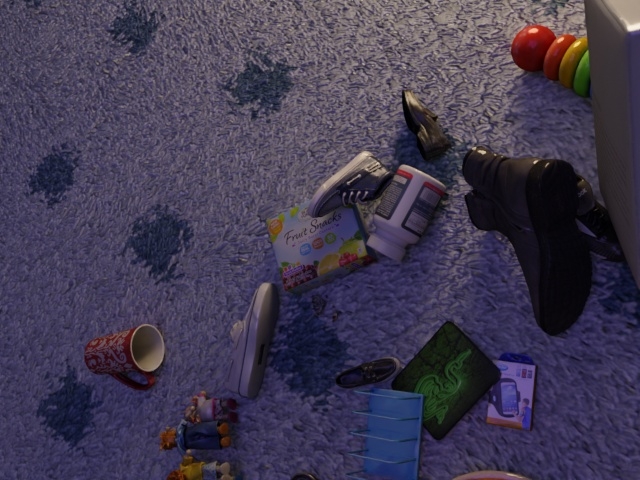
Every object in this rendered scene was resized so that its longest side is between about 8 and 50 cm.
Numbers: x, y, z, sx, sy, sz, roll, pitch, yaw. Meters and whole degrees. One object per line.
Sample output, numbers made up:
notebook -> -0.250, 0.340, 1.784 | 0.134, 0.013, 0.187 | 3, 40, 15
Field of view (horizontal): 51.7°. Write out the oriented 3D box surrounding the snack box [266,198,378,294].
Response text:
snack box -> 0.000, 0.000, 1.444 | 0.207, 0.070, 0.175 | -23, 68, 19

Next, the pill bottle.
pill bottle -> 0.169, -0.053, 1.351 | 0.108, 0.108, 0.180 | 30, 93, 28

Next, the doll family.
doll family -> -0.274, 0.465, 1.453 | 0.163, 0.118, 0.263 | -14, 73, 24

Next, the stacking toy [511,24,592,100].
stacking toy -> 0.508, -0.327, 1.237 | 0.330, 0.141, 0.141 | 36, 96, 33

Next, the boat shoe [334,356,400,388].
boat shoe -> 0.095, 0.275, 1.355 | 0.142, 0.040, 0.049 | -24, 69, 20

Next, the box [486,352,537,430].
box -> 0.358, 0.279, 1.231 | 0.081, 0.028, 0.136 | 3, 82, 28

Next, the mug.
mug -> -0.481, 0.289, 1.601 | 0.169, 0.113, 0.150 | -13, 72, 27

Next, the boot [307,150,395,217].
boot -> 0.064, -0.100, 1.364 | 0.190, 0.069, 0.086 | -45, 65, -10

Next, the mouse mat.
mouse mat -> 0.240, 0.272, 1.288 | 0.190, 0.007, 0.152 | -52, 57, 14

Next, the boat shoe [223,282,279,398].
boat shoe -> -0.161, 0.215, 1.465 | 0.084, 0.095, 0.258 | 11, 83, 24

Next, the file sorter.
file sorter -> 0.122, 0.377, 1.276 | 0.118, 0.104, 0.170 | 0, 79, 33

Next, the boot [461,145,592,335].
boot -> 0.376, -0.008, 1.231 | 0.222, 0.118, 0.338 | 23, 126, 60

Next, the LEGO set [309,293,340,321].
LEGO set -> 0.004, 0.143, 1.438 | 0.083, 0.023, 0.054 | 13, 85, 28

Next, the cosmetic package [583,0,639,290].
cosmetic package -> 0.580, -0.187, 0.936 | 0.329, 0.327, 0.394 | -9, 120, 17

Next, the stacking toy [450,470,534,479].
stacking toy -> 0.229, 0.550, 0.980 | 0.350, 0.480, 0.351 | -6, 77, 26

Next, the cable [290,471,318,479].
cable -> 0.023, 0.592, 1.305 | 0.139, 0.072, 0.287 | -27, 68, 13

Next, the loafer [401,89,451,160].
loafer -> 0.220, -0.251, 1.404 | 0.061, 0.062, 0.170 | -19, 73, -2

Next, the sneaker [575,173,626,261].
sneaker -> 0.471, -0.056, 1.197 | 0.078, 0.106, 0.234 | -39, 64, 2
